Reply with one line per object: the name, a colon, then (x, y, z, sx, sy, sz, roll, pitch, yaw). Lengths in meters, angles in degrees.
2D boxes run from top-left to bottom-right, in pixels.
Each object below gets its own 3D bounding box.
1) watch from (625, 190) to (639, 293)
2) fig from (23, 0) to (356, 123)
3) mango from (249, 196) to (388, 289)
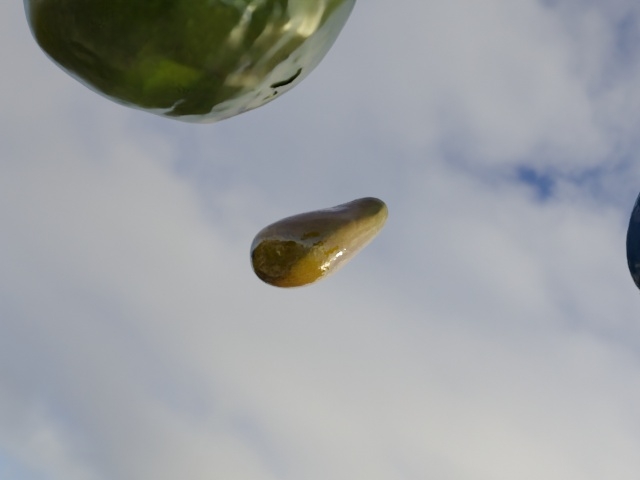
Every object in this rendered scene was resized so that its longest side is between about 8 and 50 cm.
watch: (0.369, -0.006, 0.830, 0.196, 0.200, 0.171, 61, -14, -20)
fig: (-0.055, -0.209, 0.686, 0.314, 0.233, 0.233, -11, -50, 34)
mango: (0.000, 0.000, 1.321, 0.136, 0.228, 0.099, -23, -87, 53)
